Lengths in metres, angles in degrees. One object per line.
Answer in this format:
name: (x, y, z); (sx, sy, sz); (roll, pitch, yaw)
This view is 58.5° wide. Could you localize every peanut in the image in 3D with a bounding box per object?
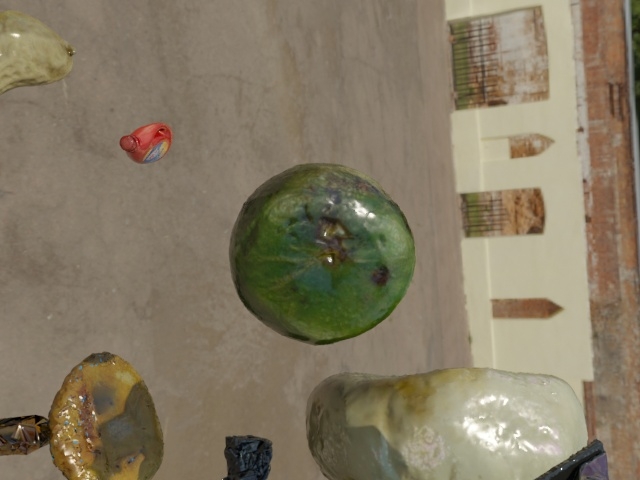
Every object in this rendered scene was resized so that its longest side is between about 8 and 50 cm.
peanut: (-0.655, -0.380, 1.167); (0.291, 0.143, 0.159); (-32, 138, -35)

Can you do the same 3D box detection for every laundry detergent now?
laundry detergent: (-0.346, -0.194, 1.131); (0.097, 0.049, 0.165); (-53, -178, 8)

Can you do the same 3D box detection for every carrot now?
carrot: (-0.581, 0.340, 0.966); (0.229, 0.069, 0.068); (4, 81, -39)

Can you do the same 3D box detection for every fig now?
fig: (0.000, 0.000, 0.657); (0.235, 0.203, 0.203); (-96, 176, -72)

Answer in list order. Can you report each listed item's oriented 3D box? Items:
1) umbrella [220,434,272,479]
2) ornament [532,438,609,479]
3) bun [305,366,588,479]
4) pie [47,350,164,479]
umbrella: (-0.119, 0.409, 0.853); (0.071, 0.080, 0.224); (152, -55, -69)
ornament: (0.227, 0.209, 0.351); (0.203, 0.081, 0.088); (16, -60, 67)
bun: (0.153, 0.284, 0.756); (0.365, 0.365, 0.219); (45, 45, -63)
pie: (-0.394, 0.342, 1.068); (0.273, 0.069, 0.273); (49, 24, -31)
